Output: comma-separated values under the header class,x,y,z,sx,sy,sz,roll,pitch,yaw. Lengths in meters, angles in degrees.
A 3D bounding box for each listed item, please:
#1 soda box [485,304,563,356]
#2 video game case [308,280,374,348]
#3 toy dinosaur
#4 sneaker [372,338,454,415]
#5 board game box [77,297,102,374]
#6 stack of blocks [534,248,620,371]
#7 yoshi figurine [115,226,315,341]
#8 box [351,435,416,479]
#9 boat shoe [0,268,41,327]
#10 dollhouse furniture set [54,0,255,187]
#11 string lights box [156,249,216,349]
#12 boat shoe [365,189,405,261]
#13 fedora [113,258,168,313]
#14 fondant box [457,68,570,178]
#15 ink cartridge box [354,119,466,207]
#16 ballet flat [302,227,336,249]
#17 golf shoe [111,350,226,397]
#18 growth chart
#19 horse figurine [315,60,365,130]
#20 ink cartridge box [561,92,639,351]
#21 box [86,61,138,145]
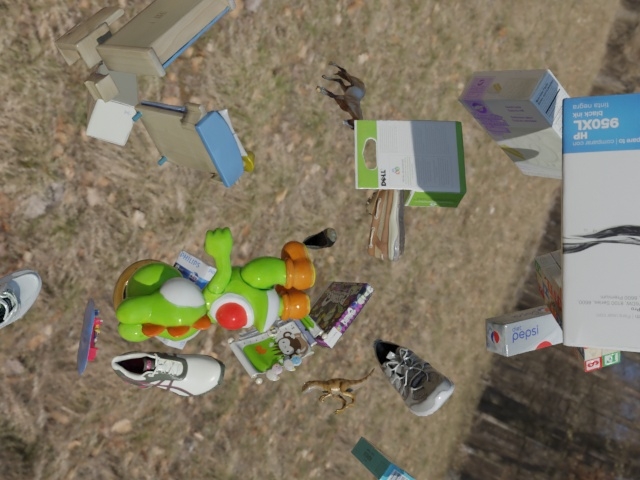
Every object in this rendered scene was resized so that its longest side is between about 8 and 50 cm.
class,x,y,z,sx,sy,sz,roll,pitch,yaw
soda box,0.616,0.255,2.086,0.091,0.286,0.098,10,-75,62
video game case,0.028,0.209,2.077,0.210,0.042,0.232,-52,-160,-19
toy dinosaur,0.061,0.374,1.829,0.064,0.212,0.112,112,-30,-53
sneaker,0.186,0.293,1.573,0.105,0.115,0.281,-47,-161,-10
board game box,-0.498,0.211,1.576,0.133,0.033,0.168,7,-92,64
stack of blocks,0.623,0.149,1.765,0.297,0.087,0.171,-103,175,-53
yoshi figurine,-0.207,0.087,1.351,0.203,0.362,0.203,159,-80,-66
box,0.178,0.648,2.073,0.060,0.100,0.244,-54,-165,-8
boat shoe,-0.595,0.128,1.339,0.076,0.083,0.226,-16,-155,40
dollhouse furniture set,-0.250,-0.273,1.295,0.198,0.286,0.303,-51,138,-28
string lights box,-0.409,0.173,2.132,0.077,0.133,0.259,32,86,-55
boat shoe,0.187,-0.102,2.122,0.123,0.117,0.324,28,65,-69
fedora,-0.399,0.140,1.732,0.194,0.194,0.079,-65,165,-4
fondant box,0.528,-0.280,1.775,0.096,0.330,0.238,-57,-147,-10
ink cartridge box,0.204,-0.183,1.702,0.097,0.255,0.188,99,-8,-69
ballet flat,0.000,0.000,2.228,0.173,0.049,0.057,-27,-106,59
golf shoe,-0.368,0.317,1.734,0.120,0.273,0.105,67,24,-70
growth chart,-0.099,0.241,1.720,0.237,0.172,0.021,-27,142,-34
horse figurine,0.077,-0.458,2.227,0.066,0.174,0.263,-52,-167,39
ink cartridge box,0.492,-0.017,1.207,0.285,0.166,0.394,17,74,-69
box,-0.498,-0.353,1.722,0.113,0.094,0.275,-59,-149,30
